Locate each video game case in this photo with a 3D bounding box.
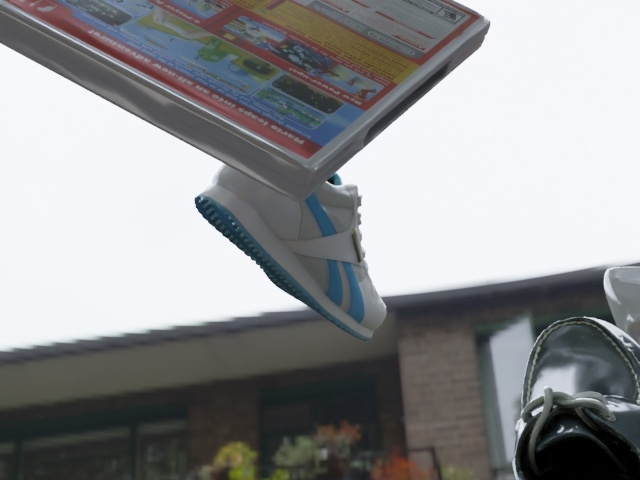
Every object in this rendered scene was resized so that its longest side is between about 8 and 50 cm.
[{"bbox_3d":[-0.034,-0.129,0.889,0.204,0.285,0.025,29,-57,13],"label":"video game case"}]

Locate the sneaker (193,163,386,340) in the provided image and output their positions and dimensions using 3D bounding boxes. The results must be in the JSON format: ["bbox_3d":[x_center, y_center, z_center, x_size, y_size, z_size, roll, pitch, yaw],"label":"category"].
[{"bbox_3d":[0.000,0.000,1.121,0.092,0.087,0.228,-53,-39,-9],"label":"sneaker"}]

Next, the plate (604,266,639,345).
[{"bbox_3d":[0.411,0.157,1.451,0.277,0.045,0.278,-1,-65,54],"label":"plate"}]

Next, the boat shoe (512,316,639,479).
[{"bbox_3d":[0.176,0.135,0.917,0.116,0.319,0.099,-20,-58,14],"label":"boat shoe"}]
